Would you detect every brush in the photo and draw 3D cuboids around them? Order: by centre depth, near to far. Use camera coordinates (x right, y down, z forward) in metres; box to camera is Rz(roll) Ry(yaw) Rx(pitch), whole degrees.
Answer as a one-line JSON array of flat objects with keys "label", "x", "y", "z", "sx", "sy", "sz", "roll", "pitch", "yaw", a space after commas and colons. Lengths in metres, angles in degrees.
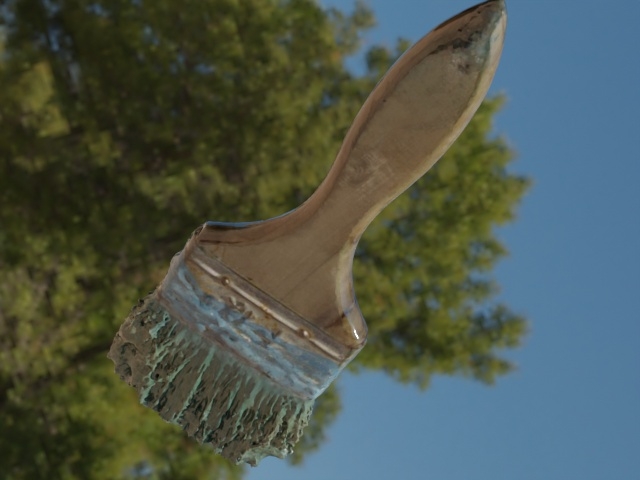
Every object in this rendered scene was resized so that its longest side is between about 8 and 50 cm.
[{"label": "brush", "x": 0.000, "y": 0.000, "z": 0.433, "sx": 0.070, "sy": 0.021, "sz": 0.196, "roll": 34, "pitch": -49, "yaw": -4}]
